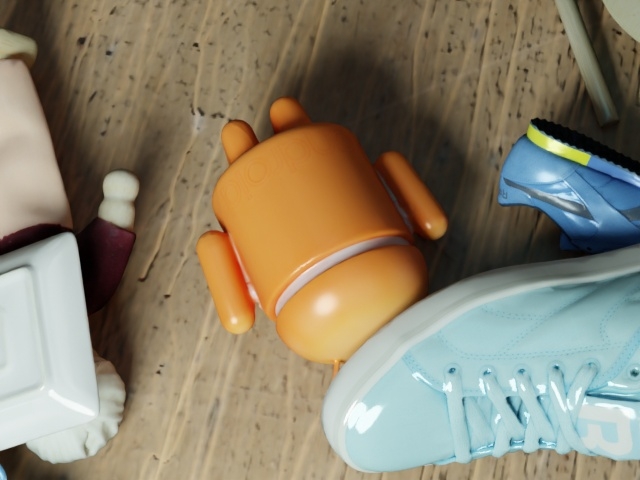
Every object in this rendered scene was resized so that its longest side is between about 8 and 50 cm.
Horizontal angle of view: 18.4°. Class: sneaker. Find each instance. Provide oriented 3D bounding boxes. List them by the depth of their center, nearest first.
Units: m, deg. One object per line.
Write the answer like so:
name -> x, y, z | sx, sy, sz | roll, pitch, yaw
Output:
sneaker -> 0.184, 0.097, 1.400 | 0.366, 0.135, 0.150 | -20, 33, -2
sneaker -> 0.236, -0.017, 1.513 | 0.209, 0.069, 0.082 | 25, 106, 5

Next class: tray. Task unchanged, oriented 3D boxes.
tray -> -0.288, 0.097, 1.467 | 0.270, 0.030, 0.145 | -19, 71, 24

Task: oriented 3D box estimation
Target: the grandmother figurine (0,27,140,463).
grandmother figurine -> -0.226, 0.007, 1.527 | 0.208, 0.104, 0.342 | -27, 69, 24

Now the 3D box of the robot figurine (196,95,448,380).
robot figurine -> -0.002, 0.001, 1.487 | 0.158, 0.128, 0.219 | -9, 61, -41

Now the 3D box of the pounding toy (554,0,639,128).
pounding toy -> 0.297, -0.217, 1.573 | 0.237, 0.110, 0.183 | -32, 78, 24

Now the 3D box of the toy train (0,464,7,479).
toy train -> -0.236, 0.235, 1.429 | 0.184, 0.080, 0.105 | 41, 116, 2
